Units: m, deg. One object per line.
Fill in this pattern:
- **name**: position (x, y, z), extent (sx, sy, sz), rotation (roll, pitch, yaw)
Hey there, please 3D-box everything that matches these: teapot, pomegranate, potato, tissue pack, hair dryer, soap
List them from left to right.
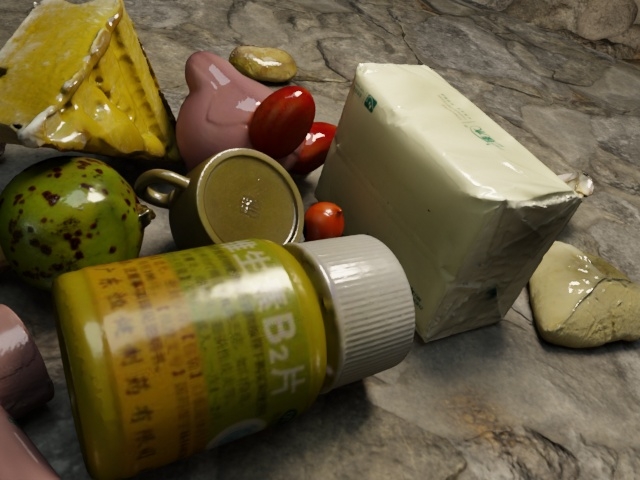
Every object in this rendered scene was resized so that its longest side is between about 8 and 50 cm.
- **hair dryer**: position (-0.319, 0.206, 0.498), extent (0.352, 0.125, 0.210), rotation (26, 38, 33)
- **pomegranate**: position (-0.354, -0.003, 0.754), extent (0.198, 0.246, 0.198), rotation (45, 17, -18)
- **soap**: position (-0.342, -0.148, 0.853), extent (0.169, 0.338, 0.304), rotation (3, 55, 10)
- **teapot**: position (-0.155, -0.033, 0.839), extent (0.268, 0.175, 0.185), rotation (27, 59, -28)
- **potato**: position (-0.144, -0.441, 1.374), extent (0.170, 0.080, 0.107), rotation (-2, 51, -17)
- **tissue pack**: position (0.178, -0.073, 0.900), extent (0.207, 0.297, 0.380), rotation (-10, 45, -30)

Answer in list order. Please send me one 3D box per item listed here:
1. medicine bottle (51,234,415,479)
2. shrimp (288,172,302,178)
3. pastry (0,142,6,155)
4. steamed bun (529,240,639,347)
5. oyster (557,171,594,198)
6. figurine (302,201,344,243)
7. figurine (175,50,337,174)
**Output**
- **medicine bottle**: position (-0.093, 0.112, 0.653), extent (0.384, 0.224, 0.224), rotation (-10, 47, -29)
- **shrimp**: position (-0.066, -0.191, 1.138), extent (0.132, 0.051, 0.187), rotation (23, 44, 8)
- **pastry**: position (-0.611, -0.198, 0.923), extent (0.112, 0.103, 0.265), rotation (-29, 62, -20)
- **steamed bun**: position (0.479, 0.088, 0.964), extent (0.212, 0.110, 0.231), rotation (14, 43, -4)
- **oyster**: position (0.430, -0.081, 1.129), extent (0.271, 0.100, 0.275), rotation (-27, 25, -9)
- **figurine**: position (0.000, 0.000, 0.875), extent (0.075, 0.140, 0.068), rotation (27, 37, 13)
- **figurine**: position (-0.132, -0.176, 0.968), extent (0.261, 0.211, 0.270), rotation (28, 2, 16)
